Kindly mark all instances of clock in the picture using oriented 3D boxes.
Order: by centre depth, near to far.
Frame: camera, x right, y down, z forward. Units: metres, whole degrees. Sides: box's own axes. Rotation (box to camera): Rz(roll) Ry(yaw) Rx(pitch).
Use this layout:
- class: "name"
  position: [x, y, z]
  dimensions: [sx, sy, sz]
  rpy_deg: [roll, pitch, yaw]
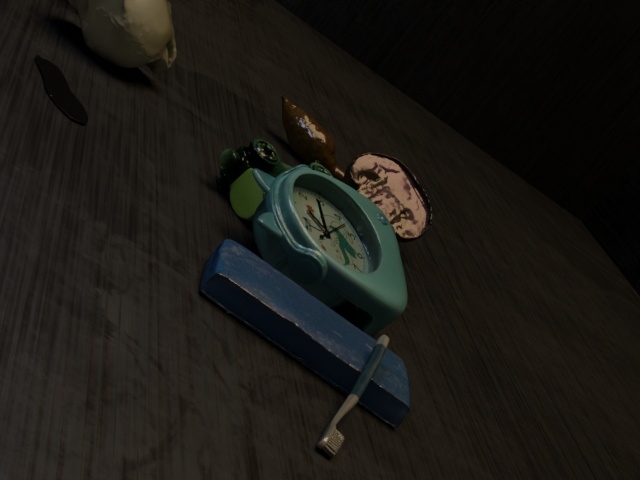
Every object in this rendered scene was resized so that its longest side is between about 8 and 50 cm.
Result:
- class: "clock"
  position: [0.000, 0.000, 1.793]
  dimensions: [0.274, 0.094, 0.224]
  rpy_deg: [30, 34, -30]

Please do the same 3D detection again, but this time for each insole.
- class: "insole"
  position: [-0.378, -0.220, 1.795]
  dimensions: [0.064, 0.004, 0.188]
  rpy_deg: [26, 20, -40]

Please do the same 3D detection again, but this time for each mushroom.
- class: "mushroom"
  position: [0.118, -0.070, 2.303]
  dimensions: [0.188, 0.141, 0.117]
  rpy_deg: [50, -17, 6]

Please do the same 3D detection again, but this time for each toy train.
- class: "toy train"
  position: [-0.052, -0.062, 1.943]
  dimensions: [0.253, 0.105, 0.157]
  rpy_deg: [23, 36, -45]

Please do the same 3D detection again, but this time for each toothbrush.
- class: "toothbrush"
  position: [0.047, 0.182, 1.487]
  dimensions: [0.025, 0.019, 0.276]
  rpy_deg: [43, 28, -3]

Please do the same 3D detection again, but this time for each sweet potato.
- class: "sweet potato"
  position: [-0.001, -0.169, 2.397]
  dimensions: [0.269, 0.075, 0.075]
  rpy_deg: [49, 15, -1]

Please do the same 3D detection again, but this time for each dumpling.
- class: "dumpling"
  position: [-0.342, -0.371, 2.070]
  dimensions: [0.193, 0.147, 0.258]
  rpy_deg: [9, -30, 33]

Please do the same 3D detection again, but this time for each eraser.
- class: "eraser"
  position: [-0.015, 0.115, 1.601]
  dimensions: [0.312, 0.043, 0.144]
  rpy_deg: [36, 16, -10]
